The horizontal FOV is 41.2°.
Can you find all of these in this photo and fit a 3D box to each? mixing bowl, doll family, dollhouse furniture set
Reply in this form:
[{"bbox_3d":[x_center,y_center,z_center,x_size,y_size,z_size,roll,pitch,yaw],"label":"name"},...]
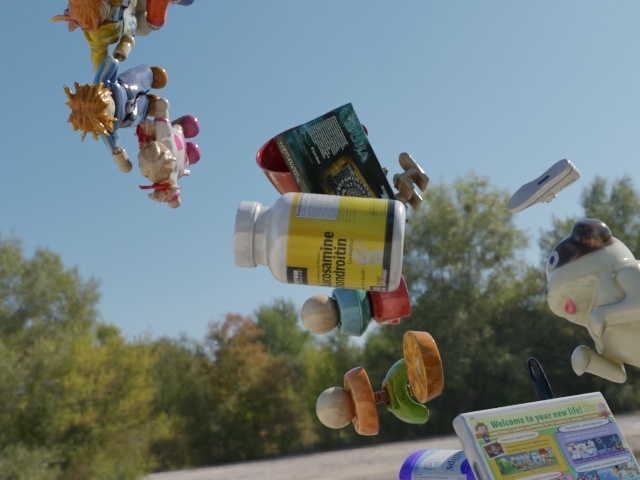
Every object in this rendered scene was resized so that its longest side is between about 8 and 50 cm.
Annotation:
[{"bbox_3d":[-0.002,-0.111,1.350,0.181,0.098,0.181,-12,31,7],"label":"mixing bowl"},{"bbox_3d":[-0.185,-0.161,0.797,0.118,0.263,0.163,2,14,5],"label":"doll family"},{"bbox_3d":[0.078,-0.082,1.795,0.212,0.161,0.242,-27,-25,-22],"label":"dollhouse furniture set"}]

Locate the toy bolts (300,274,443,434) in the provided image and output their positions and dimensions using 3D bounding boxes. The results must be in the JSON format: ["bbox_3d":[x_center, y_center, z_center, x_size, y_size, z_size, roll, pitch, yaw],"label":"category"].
[{"bbox_3d":[0.063,0.160,1.236,0.158,0.229,0.218,-10,-19,-10],"label":"toy bolts"}]

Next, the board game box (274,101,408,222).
[{"bbox_3d":[0.031,-0.079,1.145,0.126,0.186,0.026,-29,7,-31],"label":"board game box"}]

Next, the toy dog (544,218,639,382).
[{"bbox_3d":[0.651,0.117,1.727,0.407,0.395,0.285,28,-28,27],"label":"toy dog"}]

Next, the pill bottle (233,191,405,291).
[{"bbox_3d":[0.000,0.000,0.948,0.184,0.103,0.103,4,-11,5],"label":"pill bottle"}]

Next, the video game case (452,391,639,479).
[{"bbox_3d":[0.262,0.262,0.899,0.212,0.193,0.023,-2,-35,-30],"label":"video game case"}]

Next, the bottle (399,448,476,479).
[{"bbox_3d":[0.292,0.447,1.600,0.282,0.092,0.118,-9,11,34],"label":"bottle"}]

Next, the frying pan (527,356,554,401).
[{"bbox_3d":[0.441,0.390,1.591,0.053,0.197,0.326,30,12,-35],"label":"frying pan"}]

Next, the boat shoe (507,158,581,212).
[{"bbox_3d":[0.281,-0.061,1.065,0.035,0.035,0.100,36,-57,-22],"label":"boat shoe"}]
